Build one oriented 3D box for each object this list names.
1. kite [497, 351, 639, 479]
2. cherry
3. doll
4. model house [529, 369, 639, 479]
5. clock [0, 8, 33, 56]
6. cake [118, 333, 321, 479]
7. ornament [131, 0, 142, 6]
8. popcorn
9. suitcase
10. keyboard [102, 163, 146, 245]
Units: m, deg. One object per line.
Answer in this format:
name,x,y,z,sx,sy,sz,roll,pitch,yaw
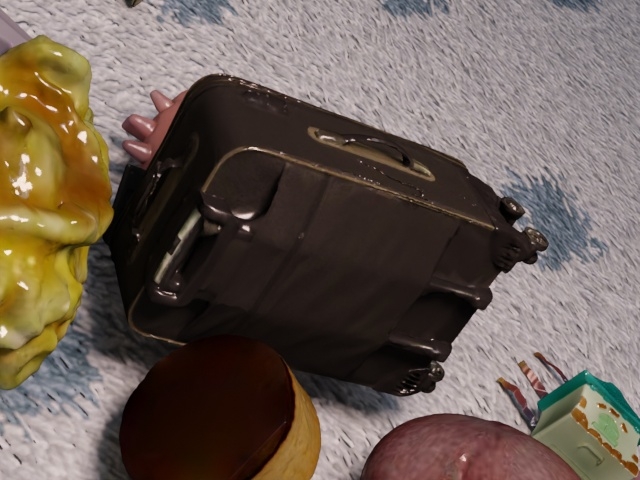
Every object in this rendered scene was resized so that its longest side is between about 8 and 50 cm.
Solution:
kite,0.374,0.314,1.564,0.204,0.022,0.360,-26,76,-46
cherry,0.173,0.300,1.247,0.261,0.221,0.307,23,8,31
doll,-0.145,-0.082,1.395,0.211,0.093,0.262,26,60,-31
model house,0.353,0.245,1.514,0.127,0.100,0.149,43,38,-3
clock,-0.435,-0.216,1.271,0.186,0.083,0.253,43,40,-4
cake,-0.087,0.215,1.158,0.207,0.185,0.178,-108,173,-51
ornament,-0.287,-0.387,1.546,0.156,0.081,0.075,44,7,-7
popcorn,-0.333,-0.022,1.079,0.279,0.274,0.335,-3,46,-8
suitcase,0.000,0.000,1.242,0.434,0.283,0.194,15,32,-32
keyboard,-0.082,0.014,1.372,0.381,0.041,0.103,22,83,-32
